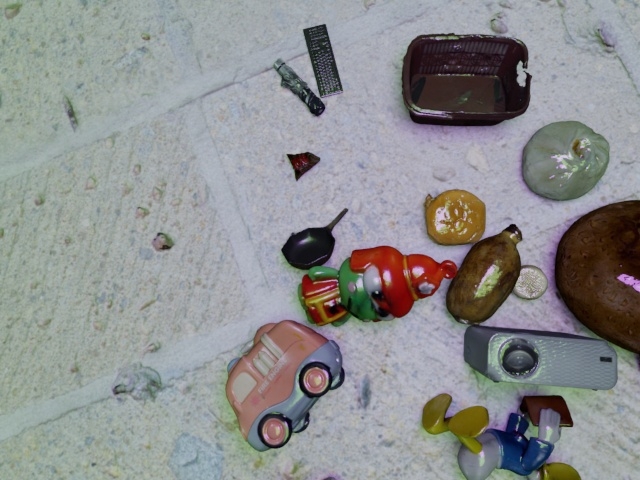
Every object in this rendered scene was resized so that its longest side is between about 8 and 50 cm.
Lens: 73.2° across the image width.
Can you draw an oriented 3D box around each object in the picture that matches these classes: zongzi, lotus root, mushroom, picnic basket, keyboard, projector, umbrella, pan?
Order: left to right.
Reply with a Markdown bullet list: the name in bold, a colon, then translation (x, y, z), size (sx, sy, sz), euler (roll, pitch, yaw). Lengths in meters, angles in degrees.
- **umbrella**: translation (-0.060, -0.404, 1.134), size (0.050, 0.046, 0.188), euler (-36, 81, -21)
- **zongzi**: translation (-0.049, -0.190, 1.114), size (0.084, 0.067, 0.073), euler (0, 95, 22)
- **keyboard**: translation (0.006, -0.484, 1.157), size (0.067, 0.011, 0.202), euler (-14, 83, 1)
- **pan**: translation (0.007, 0.009, 1.064), size (0.202, 0.048, 0.128), euler (-25, 42, -8)
- **picnic basket**: translation (0.343, -0.380, 1.062), size (0.297, 0.129, 0.222), euler (3, 82, 4)
- **lotus root**: translation (0.386, 0.078, 0.994), size (0.129, 0.145, 0.260), euler (29, 90, 19)
- **projector**: translation (0.465, 0.253, 0.943), size (0.251, 0.198, 0.108), euler (5, 83, 4)
- **mushroom**: translation (0.693, 0.067, 0.937), size (0.346, 0.238, 0.345), euler (-8, 38, 6)

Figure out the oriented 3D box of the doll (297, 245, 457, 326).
- **doll**: translation (0.130, 0.101, 0.993), size (0.364, 0.160, 0.182), euler (-13, 116, 20)

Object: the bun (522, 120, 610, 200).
- **bun**: translation (0.586, -0.193, 1.030), size (0.196, 0.118, 0.195), euler (0, 87, 5)

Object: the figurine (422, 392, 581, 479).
- **figurine**: translation (0.443, 0.465, 0.964), size (0.284, 0.204, 0.338), euler (-37, 94, -8)

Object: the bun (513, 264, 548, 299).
- **bun**: translation (0.498, 0.101, 1.033), size (0.086, 0.055, 0.086), euler (-1, 86, 18)

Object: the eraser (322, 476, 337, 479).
- **eraser**: translation (-0.079, 0.672, 0.878), size (0.331, 0.331, 0.149), euler (-33, 82, 0)

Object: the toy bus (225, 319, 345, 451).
- **toy bus**: translation (-0.092, 0.314, 0.985), size (0.232, 0.194, 0.287), euler (41, 88, 15)

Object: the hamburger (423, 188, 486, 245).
- **hamburger**: translation (0.326, -0.056, 1.049), size (0.147, 0.083, 0.137), euler (1, 83, 0)
